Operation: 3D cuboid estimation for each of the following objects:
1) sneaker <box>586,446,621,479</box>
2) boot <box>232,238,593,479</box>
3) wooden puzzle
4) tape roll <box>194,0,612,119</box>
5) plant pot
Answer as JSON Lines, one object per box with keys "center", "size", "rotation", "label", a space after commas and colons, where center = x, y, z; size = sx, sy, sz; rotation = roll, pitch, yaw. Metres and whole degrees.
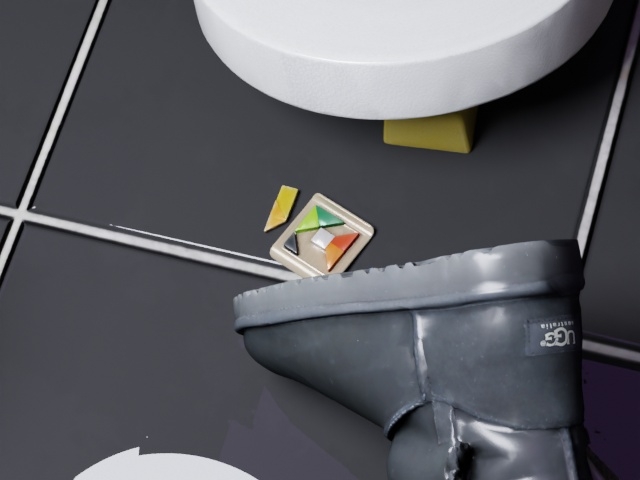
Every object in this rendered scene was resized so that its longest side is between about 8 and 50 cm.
{"center": [0.232, 0.278, 1.321], "size": [0.118, 0.083, 0.222], "rotation": [-43, 75, 12], "label": "sneaker"}
{"center": [0.075, 0.242, 1.299], "size": [0.146, 0.367, 0.445], "rotation": [-5, 86, -34], "label": "boot"}
{"center": [0.000, 0.000, 1.499], "size": [0.116, 0.014, 0.078], "rotation": [26, 73, 17], "label": "wooden puzzle"}
{"center": [0.074, -0.265, 1.513], "size": [0.392, 0.072, 0.392], "rotation": [-5, 48, 5], "label": "tape roll"}
{"center": [0.098, -0.135, 1.506], "size": [0.081, 0.083, 0.081], "rotation": [7, 69, 11], "label": "plant pot"}
